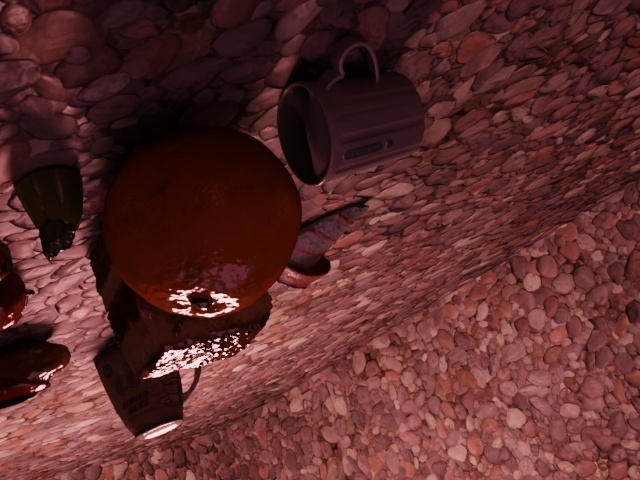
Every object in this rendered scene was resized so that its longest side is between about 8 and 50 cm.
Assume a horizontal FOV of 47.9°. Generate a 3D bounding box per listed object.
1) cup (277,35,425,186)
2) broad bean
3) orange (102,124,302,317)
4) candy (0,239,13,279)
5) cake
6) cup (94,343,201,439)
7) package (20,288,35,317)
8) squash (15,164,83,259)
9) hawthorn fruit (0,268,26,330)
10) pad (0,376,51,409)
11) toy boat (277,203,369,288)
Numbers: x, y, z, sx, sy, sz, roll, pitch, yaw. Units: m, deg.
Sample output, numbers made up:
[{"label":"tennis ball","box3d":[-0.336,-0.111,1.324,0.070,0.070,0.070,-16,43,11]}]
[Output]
[{"label":"cup","box3d":[0.061,-0.203,1.168,0.202,0.167,0.221,-17,162,-29]},{"label":"broad bean","box3d":[-0.702,0.309,1.695,0.228,0.122,0.156,-15,159,-16]},{"label":"orange","box3d":[-0.183,-0.028,1.134,0.312,0.312,0.312,-22,161,-8]},{"label":"candy","box3d":[-0.647,0.041,1.125,0.305,0.083,0.091,-5,125,-28]},{"label":"cake","box3d":[-0.274,0.095,1.383,0.255,0.290,0.282,-11,161,-30]},{"label":"cup","box3d":[-0.468,0.420,2.078,0.301,0.257,0.227,-10,159,-40]},{"label":"package","box3d":[-0.662,0.138,1.416,0.166,0.040,0.232,-7,163,-34]},{"label":"squash","box3d":[-0.402,-0.033,1.107,0.105,0.132,0.105,-20,160,-8]},{"label":"hawthorn fruit","box3d":[-0.585,0.105,1.261,0.125,0.140,0.125,-3,117,-5]},{"label":"pad","box3d":[-0.764,0.379,1.790,0.176,0.002,0.266,-18,-172,-4]},{"label":"toy boat","box3d":[0.000,0.000,1.794,0.282,0.096,0.206,-43,141,23]}]
